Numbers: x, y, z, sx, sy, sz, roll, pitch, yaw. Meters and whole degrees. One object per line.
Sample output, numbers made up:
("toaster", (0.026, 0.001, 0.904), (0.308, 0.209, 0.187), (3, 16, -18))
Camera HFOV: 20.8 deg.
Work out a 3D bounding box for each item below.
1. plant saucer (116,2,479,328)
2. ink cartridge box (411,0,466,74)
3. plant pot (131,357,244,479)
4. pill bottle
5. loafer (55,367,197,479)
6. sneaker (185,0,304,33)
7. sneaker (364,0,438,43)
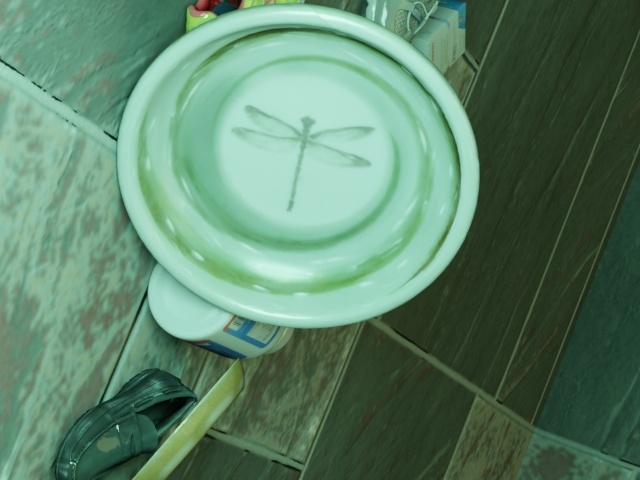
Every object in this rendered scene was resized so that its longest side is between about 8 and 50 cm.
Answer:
("plant saucer", (-0.022, -0.091, 1.939), (0.100, 0.400, 0.401), (-78, 173, -59))
("ink cartridge box", (0.163, -0.287, 2.537), (0.122, 0.052, 0.089), (-48, 147, -43))
("plant pot", (-0.166, 0.241, 2.113), (0.236, 0.032, 0.236), (-50, 180, 0))
("pill bottle", (-0.112, 0.080, 2.140), (0.124, 0.124, 0.221), (-68, 156, -6))
("loafer", (-0.228, 0.224, 2.054), (0.223, 0.078, 0.076), (-40, 141, -49))
("sneaker", (-0.083, -0.281, 1.987), (0.208, 0.081, 0.094), (-52, 148, -35))
("sneaker", (0.147, -0.364, 2.369), (0.105, 0.115, 0.281), (29, 81, -66))
